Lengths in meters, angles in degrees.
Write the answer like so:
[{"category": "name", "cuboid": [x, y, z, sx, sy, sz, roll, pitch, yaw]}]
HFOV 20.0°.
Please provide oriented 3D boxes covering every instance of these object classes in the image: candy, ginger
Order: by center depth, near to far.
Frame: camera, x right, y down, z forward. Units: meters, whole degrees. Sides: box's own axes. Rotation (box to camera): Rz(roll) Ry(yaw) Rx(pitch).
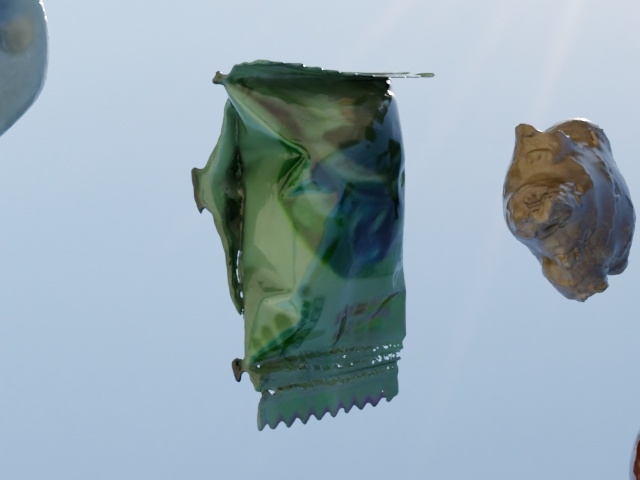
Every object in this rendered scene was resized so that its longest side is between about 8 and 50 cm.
[{"category": "candy", "cuboid": [0.005, 0.001, 1.973, 0.172, 0.263, 0.398, 2, -83, 50]}, {"category": "ginger", "cuboid": [0.265, -0.031, 2.023, 0.123, 0.219, 0.270, -15, -174, 31]}]

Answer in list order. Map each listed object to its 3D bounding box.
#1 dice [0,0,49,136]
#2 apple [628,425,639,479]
[{"category": "dice", "cuboid": [-0.438, -0.187, 1.711, 0.262, 0.265, 0.268, -9, -152, 40]}, {"category": "apple", "cuboid": [0.377, 0.208, 1.655, 0.168, 0.181, 0.181, -12, -137, 57]}]
